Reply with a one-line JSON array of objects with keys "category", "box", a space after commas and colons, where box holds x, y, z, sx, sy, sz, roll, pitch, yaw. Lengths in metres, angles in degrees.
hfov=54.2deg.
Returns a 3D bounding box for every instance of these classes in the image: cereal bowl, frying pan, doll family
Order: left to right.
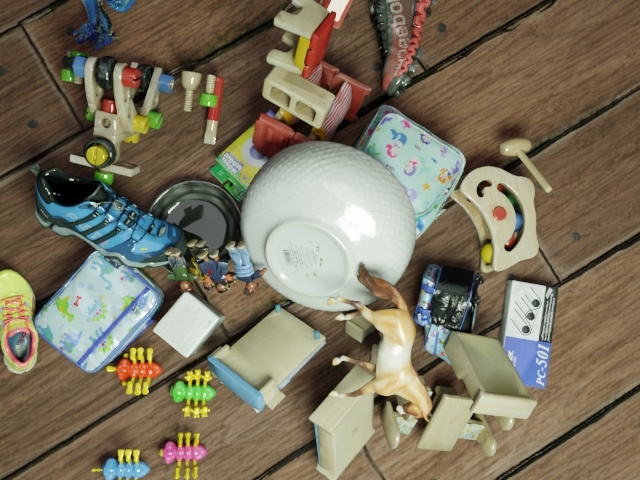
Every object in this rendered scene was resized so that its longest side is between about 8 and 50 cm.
[{"category": "frying pan", "box": [-0.318, -0.009, 1.269, 0.326, 0.053, 0.197, -12, 84, 0]}, {"category": "doll family", "box": [-0.194, 0.056, 1.156, 0.193, 0.076, 0.111, 5, 124, 29]}, {"category": "cereal bowl", "box": [0.000, 0.000, 1.142, 0.339, 0.141, 0.338, 10, 126, 14]}]

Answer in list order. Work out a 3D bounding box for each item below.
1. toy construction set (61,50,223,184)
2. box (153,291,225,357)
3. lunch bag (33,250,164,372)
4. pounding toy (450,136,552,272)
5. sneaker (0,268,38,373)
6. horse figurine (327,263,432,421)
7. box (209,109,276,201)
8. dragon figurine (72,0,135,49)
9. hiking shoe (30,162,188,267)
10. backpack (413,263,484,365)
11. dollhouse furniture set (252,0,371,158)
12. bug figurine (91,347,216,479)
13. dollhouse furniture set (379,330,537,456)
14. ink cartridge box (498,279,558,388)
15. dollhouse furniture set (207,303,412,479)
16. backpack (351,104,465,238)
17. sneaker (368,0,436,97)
[{"category": "toy construction set", "box": [-0.353, -0.228, 1.232, 0.309, 0.257, 0.237, 4, 103, -22]}, {"category": "box", "box": [-0.256, 0.163, 1.231, 0.087, 0.101, 0.102, 40, 85, 2]}, {"category": "lunch bag", "box": [-0.430, 0.138, 1.236, 0.176, 0.090, 0.219, 44, 86, -1]}, {"category": "pounding toy", "box": [0.356, -0.073, 1.246, 0.154, 0.155, 0.269, -3, 85, -7]}, {"category": "sneaker", "box": [-0.588, 0.155, 1.215, 0.082, 0.094, 0.208, -13, 90, -28]}, {"category": "horse figurine", "box": [0.100, 0.176, 1.048, 0.175, 0.066, 0.263, 4, 101, 21]}, {"category": "box", "box": [-0.134, -0.173, 1.294, 0.179, 0.043, 0.105, -44, 87, -3]}, {"category": "dragon figurine", "box": [-0.423, -0.531, 1.290, 0.144, 0.085, 0.289, 41, 89, 0]}, {"category": "hiking shoe", "box": [-0.395, -0.039, 1.167, 0.304, 0.132, 0.113, 17, 55, -2]}, {"category": "backpack", "box": [0.245, 0.148, 1.230, 0.117, 0.158, 0.173, 13, 109, 13]}, {"category": "dollhouse furniture set", "box": [0.006, -0.291, 1.122, 0.152, 0.374, 0.201, 30, 63, 2]}, {"category": "bug figurine", "box": [-0.322, 0.354, 1.228, 0.216, 0.072, 0.278, 7, 80, -8]}, {"category": "dollhouse furniture set", "box": [0.260, 0.314, 1.137, 0.212, 0.161, 0.242, 11, 120, -16]}, {"category": "ink cartridge box", "box": [0.421, 0.191, 1.281, 0.097, 0.046, 0.207, 10, 85, 0]}, {"category": "dollhouse furniture set", "box": [-0.024, 0.263, 1.249, 0.303, 0.198, 0.286, 29, 52, 28]}, {"category": "backpack", "box": [0.142, -0.112, 1.234, 0.225, 0.191, 0.253, 34, 90, 0]}, {"category": "sneaker", "box": [0.154, -0.433, 1.299, 0.135, 0.097, 0.275, 15, 83, -1]}]
